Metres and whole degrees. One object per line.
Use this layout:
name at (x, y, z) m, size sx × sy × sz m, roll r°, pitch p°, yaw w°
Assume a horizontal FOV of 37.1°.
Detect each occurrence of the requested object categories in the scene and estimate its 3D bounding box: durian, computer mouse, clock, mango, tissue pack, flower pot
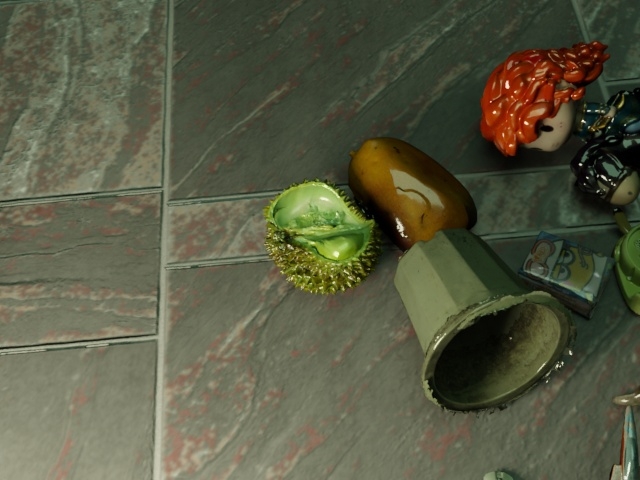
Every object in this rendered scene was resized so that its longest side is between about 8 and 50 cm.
durian at (0.003, 0.003, 1.822) m, size 0.237 × 0.176 × 0.200 m, roll 34°, pitch 55°, yaw 19°
computer mouse at (0.296, 0.428, 1.584) m, size 0.056 × 0.032 × 0.110 m, roll 4°, pitch 55°, yaw 6°
clock at (0.641, 0.029, 1.821) m, size 0.170 × 0.069 × 0.232 m, roll -12°, pitch 55°, yaw -4°
mango at (0.175, -0.092, 1.891) m, size 0.287 × 0.152 × 0.201 m, roll 41°, pitch 34°, yaw 16°
tissue pack at (0.466, 0.062, 1.813) m, size 0.155 × 0.065 × 0.115 m, roll 25°, pitch 59°, yaw 19°
flower pot at (0.265, 0.128, 1.681) m, size 0.290 × 0.290 × 0.259 m, roll -19°, pitch 42°, yaw -9°

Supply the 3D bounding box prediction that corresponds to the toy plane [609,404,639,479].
toy plane at (0.485, 0.429, 1.511) m, size 0.223 × 0.104 × 0.326 m, roll 4°, pitch 71°, yaw 6°

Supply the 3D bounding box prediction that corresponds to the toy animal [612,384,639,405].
toy animal at (0.636, 0.217, 1.666) m, size 0.169 × 0.121 × 0.233 m, roll 21°, pitch 67°, yaw 37°

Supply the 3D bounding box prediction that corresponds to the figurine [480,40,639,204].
figurine at (0.532, -0.239, 1.942) m, size 0.412 × 0.241 × 0.306 m, roll 37°, pitch 80°, yaw 9°
